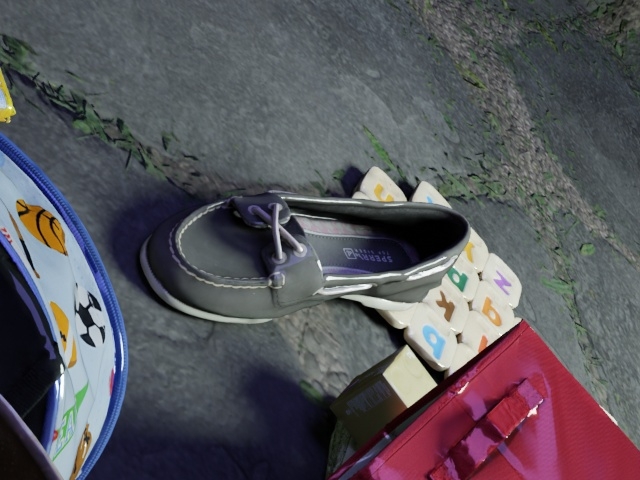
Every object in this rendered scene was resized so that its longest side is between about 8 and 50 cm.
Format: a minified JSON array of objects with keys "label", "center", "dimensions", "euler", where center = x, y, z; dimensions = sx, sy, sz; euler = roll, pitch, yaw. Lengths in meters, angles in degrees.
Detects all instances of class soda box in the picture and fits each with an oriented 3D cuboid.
[{"label":"soda box","center":[0.091,0.175,0.918],"dimensions":[0.181,0.058,0.061],"euler":[54,28,-1]}]

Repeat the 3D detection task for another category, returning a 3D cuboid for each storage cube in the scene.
[{"label":"storage cube","center":[0.095,0.203,0.752],"dimensions":[0.193,0.215,0.183],"euler":[49,49,7]}]

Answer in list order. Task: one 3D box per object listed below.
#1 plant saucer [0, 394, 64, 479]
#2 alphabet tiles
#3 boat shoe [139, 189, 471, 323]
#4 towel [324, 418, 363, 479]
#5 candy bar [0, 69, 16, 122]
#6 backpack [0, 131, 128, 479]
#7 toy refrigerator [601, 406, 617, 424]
[{"label":"plant saucer","center":[-0.207,0.145,0.347],"dimensions":[0.311,0.310,0.050],"euler":[48,-2,-5]},{"label":"alphabet tiles","center":[0.130,0.051,1.215],"dimensions":[0.284,0.021,0.278],"euler":[46,28,-8]},{"label":"boat shoe","center":[0.000,0.000,0.988],"dimensions":[0.335,0.095,0.112],"euler":[2,52,-48]},{"label":"towel","center":[0.049,0.193,0.927],"dimensions":[0.110,0.027,0.148],"euler":[43,29,-16]},{"label":"candy bar","center":[-0.268,-0.155,0.888],"dimensions":[0.040,0.018,0.162],"euler":[3,54,-49]},{"label":"backpack","center":[-0.210,0.061,0.464],"dimensions":[0.276,0.263,0.213],"euler":[49,12,-4]},{"label":"toy refrigerator","center":[0.193,0.241,0.999],"dimensions":[0.094,0.102,0.270],"euler":[41,31,-17]}]
